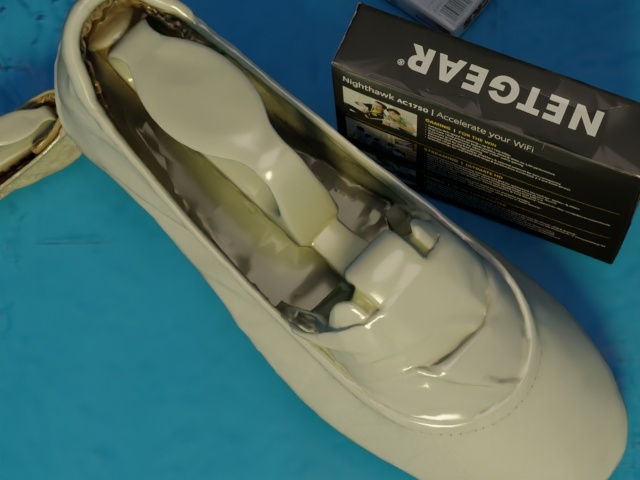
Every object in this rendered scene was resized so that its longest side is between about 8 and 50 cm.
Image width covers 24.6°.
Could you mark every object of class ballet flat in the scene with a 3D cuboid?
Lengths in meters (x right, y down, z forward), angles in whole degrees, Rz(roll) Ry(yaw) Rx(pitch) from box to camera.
[{"bbox_3d":[-0.217,-0.042,0.887,0.168,0.052,0.057,-34,71,-9],"label":"ballet flat"},{"bbox_3d":[0.000,0.000,0.796,0.400,0.139,0.139,41,77,10],"label":"ballet flat"}]

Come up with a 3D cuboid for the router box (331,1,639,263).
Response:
[{"bbox_3d":[0.097,-0.057,0.830,0.179,0.133,0.046,21,72,11],"label":"router box"}]

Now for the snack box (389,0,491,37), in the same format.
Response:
[{"bbox_3d":[0.115,-0.209,0.946,0.064,0.022,0.178,37,76,16],"label":"snack box"}]
